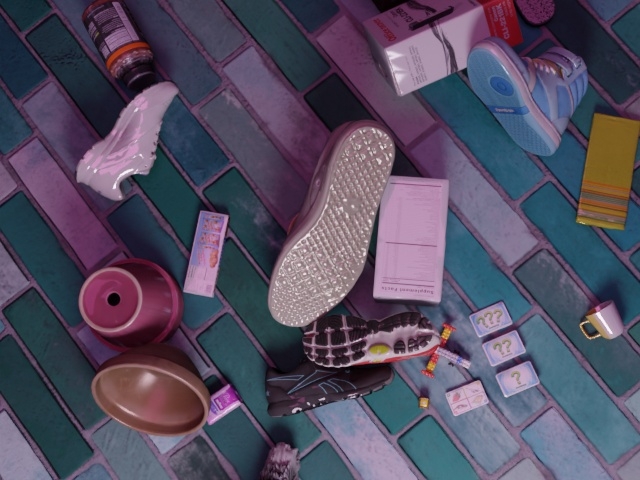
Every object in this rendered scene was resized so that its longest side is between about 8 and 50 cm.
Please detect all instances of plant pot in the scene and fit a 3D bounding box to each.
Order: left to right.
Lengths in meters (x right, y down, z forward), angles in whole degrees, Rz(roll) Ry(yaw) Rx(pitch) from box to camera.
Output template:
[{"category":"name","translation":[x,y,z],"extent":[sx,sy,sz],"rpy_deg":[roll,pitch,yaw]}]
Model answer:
[{"category":"plant pot","translation":[-0.397,0.127,1.741],"extent":[0.201,0.180,0.201],"rpy_deg":[-1,80,6]},{"category":"plant pot","translation":[-0.328,0.282,1.718],"extent":[0.237,0.237,0.110],"rpy_deg":[5,45,6]}]

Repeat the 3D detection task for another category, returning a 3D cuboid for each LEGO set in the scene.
[{"category":"LEGO set","translation":[0.291,0.246,1.720],"extent":[0.244,0.060,0.182],"rpy_deg":[-22,76,2]}]

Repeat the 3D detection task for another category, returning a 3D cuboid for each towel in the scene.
[{"category":"towel","translation":[0.594,-0.142,1.772],"extent":[0.102,0.021,0.237],"rpy_deg":[12,81,2]}]

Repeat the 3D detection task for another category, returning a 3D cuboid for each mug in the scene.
[{"category":"mug","translation":[0.567,0.163,1.713],"extent":[0.062,0.078,0.064],"rpy_deg":[-31,88,-33]}]

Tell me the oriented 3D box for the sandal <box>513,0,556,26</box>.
[{"category":"sandal","translation":[0.418,-0.574,1.847],"extent":[0.097,0.054,0.255],"rpy_deg":[-24,89,9]}]

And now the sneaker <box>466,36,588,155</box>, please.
[{"category":"sneaker","translation":[0.420,-0.339,1.707],"extent":[0.127,0.319,0.208],"rpy_deg":[22,73,45]}]

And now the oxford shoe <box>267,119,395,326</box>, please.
[{"category":"oxford shoe","translation":[0.020,-0.034,1.693],"extent":[0.169,0.130,0.449],"rpy_deg":[17,107,-18]}]

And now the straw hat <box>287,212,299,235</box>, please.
[{"category":"straw hat","translation":[0.000,0.000,1.784],"extent":[0.144,0.061,0.145],"rpy_deg":[0,88,12]}]

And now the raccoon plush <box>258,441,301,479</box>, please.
[{"category":"raccoon plush","translation":[-0.205,0.625,1.684],"extent":[0.299,0.216,0.446],"rpy_deg":[-1,51,19]}]

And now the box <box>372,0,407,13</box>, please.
[{"category":"box","translation":[0.154,-0.616,1.795],"extent":[0.167,0.203,0.168],"rpy_deg":[-33,80,-1]}]

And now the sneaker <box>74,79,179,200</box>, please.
[{"category":"sneaker","translation":[-0.396,-0.216,1.849],"extent":[0.129,0.111,0.297],"rpy_deg":[38,90,-6]}]

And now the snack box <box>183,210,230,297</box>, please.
[{"category":"snack box","translation":[-0.241,0.028,1.822],"extent":[0.064,0.022,0.178],"rpy_deg":[10,82,8]}]

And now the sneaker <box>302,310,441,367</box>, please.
[{"category":"sneaker","translation":[0.101,0.208,1.689],"extent":[0.279,0.118,0.107],"rpy_deg":[-4,68,21]}]

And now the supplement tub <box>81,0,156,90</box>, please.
[{"category":"supplement tub","translation":[-0.433,-0.426,1.872],"extent":[0.106,0.106,0.198],"rpy_deg":[-29,80,0]}]

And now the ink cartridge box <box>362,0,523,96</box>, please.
[{"category":"ink cartridge box","translation":[0.242,-0.425,1.752],"extent":[0.272,0.197,0.114],"rpy_deg":[-25,122,2]}]

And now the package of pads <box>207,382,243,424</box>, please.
[{"category":"package of pads","translation":[-0.206,0.336,1.764],"extent":[0.083,0.032,0.050],"rpy_deg":[-34,82,-1]}]

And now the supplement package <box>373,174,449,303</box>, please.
[{"category":"supplement package","translation":[0.181,0.005,1.728],"extent":[0.139,0.134,0.244],"rpy_deg":[5,81,6]}]

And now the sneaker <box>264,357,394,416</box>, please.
[{"category":"sneaker","translation":[0.014,0.278,1.719],"extent":[0.267,0.101,0.106],"rpy_deg":[-14,78,3]}]
